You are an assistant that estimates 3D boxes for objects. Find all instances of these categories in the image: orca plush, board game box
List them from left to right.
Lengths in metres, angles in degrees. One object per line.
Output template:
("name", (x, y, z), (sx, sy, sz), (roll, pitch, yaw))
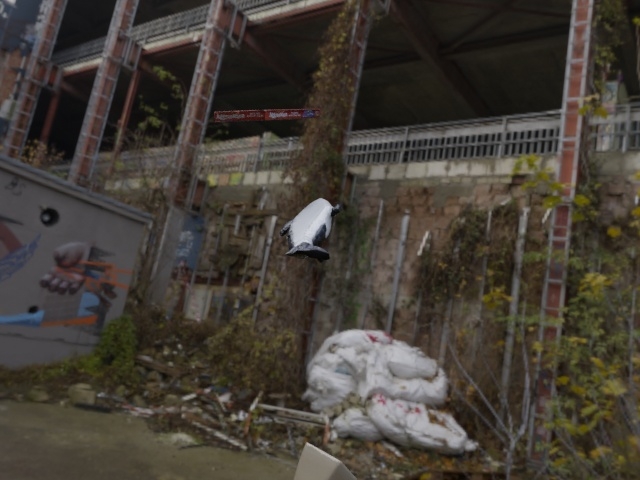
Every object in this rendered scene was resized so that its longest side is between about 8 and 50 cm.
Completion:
("board game box", (-0.126, -0.320, 1.428), (0.145, 0.027, 0.281), (3, 14, 27))
("orca plush", (0.000, 0.000, 1.214), (0.151, 0.102, 0.287), (-28, 18, 2))

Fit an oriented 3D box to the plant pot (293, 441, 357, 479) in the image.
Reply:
("plant pot", (0.001, 0.550, 1.290), (0.109, 0.096, 0.109), (13, -33, 40))
